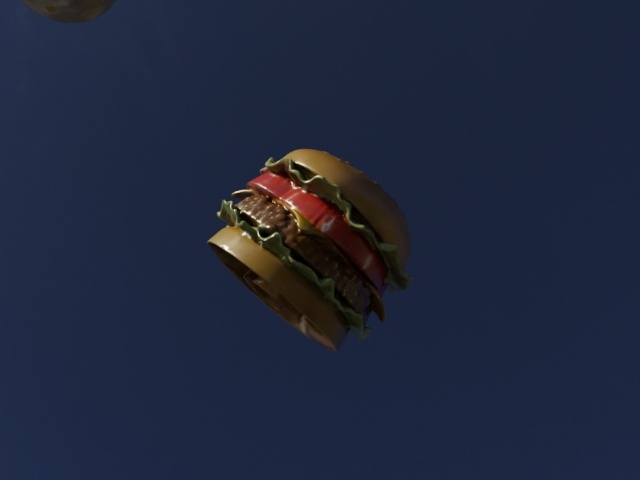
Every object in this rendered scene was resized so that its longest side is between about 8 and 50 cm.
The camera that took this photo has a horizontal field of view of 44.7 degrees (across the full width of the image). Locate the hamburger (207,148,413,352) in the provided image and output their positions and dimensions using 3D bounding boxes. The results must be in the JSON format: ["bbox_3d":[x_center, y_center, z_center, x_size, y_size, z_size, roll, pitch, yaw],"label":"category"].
[{"bbox_3d":[0.000,0.000,1.055,0.274,0.274,0.212,42,-101,-8],"label":"hamburger"}]

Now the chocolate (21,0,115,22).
[{"bbox_3d":[-0.083,-0.256,0.394,0.162,0.162,0.445,43,-30,-8],"label":"chocolate"}]
